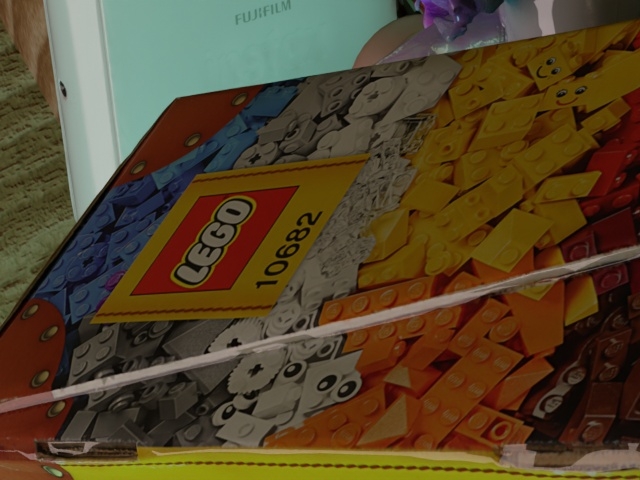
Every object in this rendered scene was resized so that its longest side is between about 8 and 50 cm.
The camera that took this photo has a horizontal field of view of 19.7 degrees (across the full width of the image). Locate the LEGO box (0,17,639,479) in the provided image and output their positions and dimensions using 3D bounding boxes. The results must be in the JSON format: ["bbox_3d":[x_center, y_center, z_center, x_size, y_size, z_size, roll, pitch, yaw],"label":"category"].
[{"bbox_3d":[0.157,0.169,0.716,0.372,0.193,0.500,-5,131,43],"label":"LEGO box"}]

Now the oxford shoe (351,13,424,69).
[{"bbox_3d":[0.137,0.042,1.226,0.146,0.140,0.397,20,142,52],"label":"oxford shoe"}]

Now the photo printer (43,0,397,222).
[{"bbox_3d":[-0.065,-0.158,1.265,0.107,0.256,0.307,32,134,48],"label":"photo printer"}]

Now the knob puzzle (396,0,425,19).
[{"bbox_3d":[0.076,-0.132,1.332,0.213,0.030,0.213,57,166,23],"label":"knob puzzle"}]

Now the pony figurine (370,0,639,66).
[{"bbox_3d":[0.120,-0.068,0.878,0.363,0.303,0.351,-156,63,-63],"label":"pony figurine"}]
